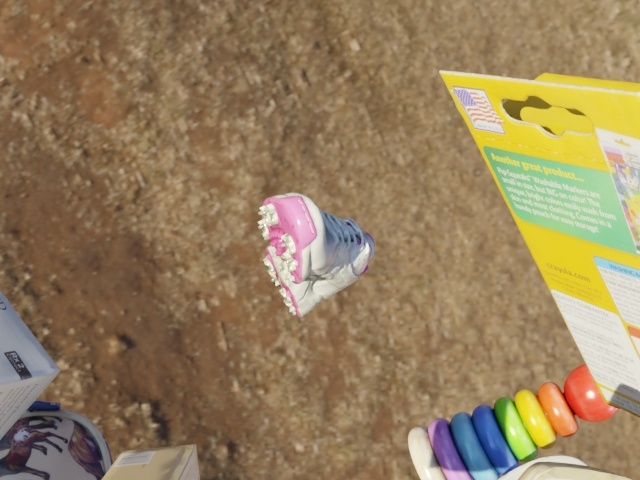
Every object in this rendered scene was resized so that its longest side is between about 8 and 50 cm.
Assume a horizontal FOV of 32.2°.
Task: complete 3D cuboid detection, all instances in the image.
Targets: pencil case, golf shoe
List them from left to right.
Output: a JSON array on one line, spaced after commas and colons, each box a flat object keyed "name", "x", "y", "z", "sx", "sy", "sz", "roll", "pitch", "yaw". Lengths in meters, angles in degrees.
[{"name": "pencil case", "x": -0.402, "y": 0.306, "z": 1.459, "sx": 0.183, "sy": 0.410, "sz": 0.160, "roll": 35, "pitch": 66, "yaw": -13}, {"name": "golf shoe", "x": 0.000, "y": 0.000, "z": 1.400, "sx": 0.140, "sy": 0.306, "sz": 0.115, "roll": -23, "pitch": 75, "yaw": -8}]

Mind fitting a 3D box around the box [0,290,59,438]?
[{"name": "box", "x": -0.372, "y": 0.118, "z": 1.013, "sx": 0.181, "sy": 0.182, "sz": 0.119, "roll": 48, "pitch": 19, "yaw": 16}]

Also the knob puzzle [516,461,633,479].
[{"name": "knob puzzle", "x": 0.136, "y": 0.209, "z": 0.603, "sx": 0.213, "sy": 0.030, "sz": 0.213, "roll": -8, "pitch": 105, "yaw": -32}]

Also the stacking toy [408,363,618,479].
[{"name": "stacking toy", "x": 0.306, "y": 0.287, "z": 1.690, "sx": 0.141, "sy": 0.330, "sz": 0.141, "roll": 58, "pitch": 12, "yaw": -20}]

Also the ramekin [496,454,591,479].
[{"name": "ramekin", "x": 0.284, "y": 0.421, "z": 1.435, "sx": 0.127, "sy": 0.273, "sz": 0.273, "roll": 48, "pitch": 47, "yaw": -13}]

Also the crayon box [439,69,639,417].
[{"name": "crayon box", "x": 0.230, "y": 0.004, "z": 0.755, "sx": 0.083, "sy": 0.203, "sz": 0.323, "roll": -39, "pitch": 116, "yaw": -15}]

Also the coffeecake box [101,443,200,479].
[{"name": "coffeecake box", "x": -0.128, "y": 0.272, "z": 0.876, "sx": 0.142, "sy": 0.068, "sz": 0.185, "roll": -83, "pitch": 167, "yaw": -86}]
